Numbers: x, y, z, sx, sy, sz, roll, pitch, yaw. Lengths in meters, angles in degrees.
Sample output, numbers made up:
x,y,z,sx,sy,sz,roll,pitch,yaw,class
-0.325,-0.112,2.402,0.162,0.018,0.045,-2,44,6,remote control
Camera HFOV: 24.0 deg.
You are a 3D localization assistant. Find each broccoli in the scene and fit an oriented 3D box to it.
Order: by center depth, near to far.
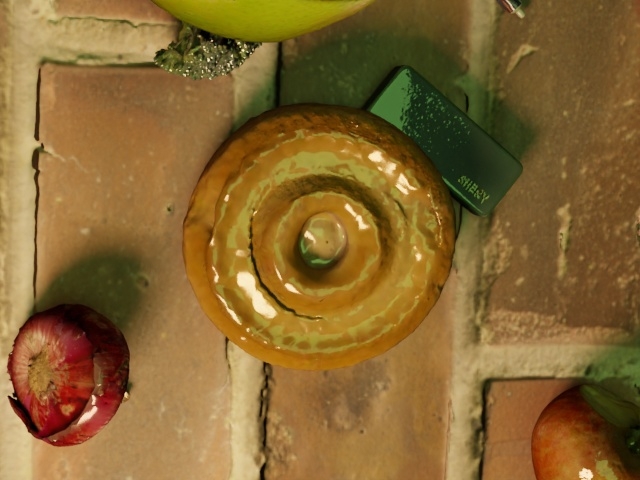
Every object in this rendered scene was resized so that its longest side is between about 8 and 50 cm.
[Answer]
x,y,z,sx,sy,sz,roll,pitch,yaw,class
-0.145,-0.260,1.576,0.122,0.118,0.204,-34,85,22,broccoli

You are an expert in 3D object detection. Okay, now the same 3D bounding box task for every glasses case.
x,y,z,sx,sy,sz,roll,pitch,yaw,class
0.135,-0.110,1.674,0.184,0.039,0.077,39,86,-13,glasses case

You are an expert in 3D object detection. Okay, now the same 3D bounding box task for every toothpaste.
x,y,z,sx,sy,sz,roll,pitch,yaw,class
0.200,-0.282,1.685,0.027,0.019,0.083,-42,99,11,toothpaste

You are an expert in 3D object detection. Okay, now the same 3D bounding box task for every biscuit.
x,y,z,sx,sy,sz,roll,pitch,yaw,class
0.000,0.000,1.608,0.296,0.102,0.296,-1,103,-5,biscuit

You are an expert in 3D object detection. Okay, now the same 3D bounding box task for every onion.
x,y,z,sx,sy,sz,roll,pitch,yaw,class
-0.246,0.143,1.585,0.140,0.150,0.150,16,92,-53,onion

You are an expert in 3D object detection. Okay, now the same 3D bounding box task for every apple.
x,y,z,sx,sy,sz,roll,pitch,yaw,class
0.323,0.254,1.683,0.195,0.173,0.160,28,86,-10,apple

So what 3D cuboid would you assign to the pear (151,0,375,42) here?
x,y,z,sx,sy,sz,roll,pitch,yaw,class
-0.102,-0.336,1.487,0.399,0.398,0.165,27,130,-14,pear
